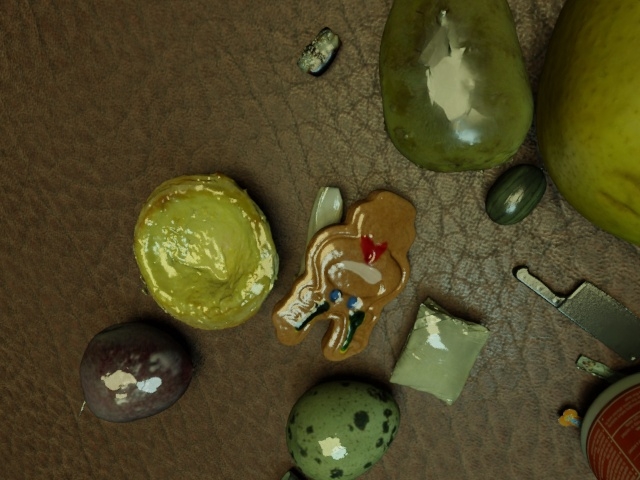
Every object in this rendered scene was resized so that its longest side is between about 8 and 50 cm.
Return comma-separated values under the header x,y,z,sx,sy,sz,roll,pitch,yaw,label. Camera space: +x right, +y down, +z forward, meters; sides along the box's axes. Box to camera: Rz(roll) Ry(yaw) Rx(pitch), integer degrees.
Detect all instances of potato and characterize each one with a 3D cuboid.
x,y,z,sx,sy,sz,roll,pitch,yaw,label
0.190,-0.246,0.598,0.210,0.173,0.308,-7,99,24,potato

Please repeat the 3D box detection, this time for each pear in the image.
x,y,z,sx,sy,sz,roll,pitch,yaw,label
0.451,-0.153,0.462,0.362,0.362,0.419,-32,90,20,pear

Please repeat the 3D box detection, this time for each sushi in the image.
x,y,z,sx,sy,sz,roll,pitch,yaw,label
0.001,-0.319,0.699,0.046,0.044,0.083,44,112,2,sushi

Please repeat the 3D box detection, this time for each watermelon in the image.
x,y,z,sx,sy,sz,roll,pitch,yaw,label
0.314,-0.076,0.655,0.078,0.078,0.111,35,104,5,watermelon

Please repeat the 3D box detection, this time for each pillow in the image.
x,y,z,sx,sy,sz,roll,pitch,yaw,label
0.214,0.211,0.751,0.134,0.078,0.182,22,109,9,pillow

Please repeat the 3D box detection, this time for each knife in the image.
x,y,z,sx,sy,sz,roll,pitch,yaw,label
0.446,0.108,0.690,0.245,0.019,0.072,37,108,7,knife

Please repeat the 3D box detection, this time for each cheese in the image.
x,y,z,sx,sy,sz,roll,pitch,yaw,label
0.487,0.337,0.730,0.111,0.017,0.047,23,108,9,cheese

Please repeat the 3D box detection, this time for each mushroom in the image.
x,y,z,sx,sy,sz,roll,pitch,yaw,label
0.000,0.000,0.758,0.084,0.071,0.209,3,107,-20,mushroom

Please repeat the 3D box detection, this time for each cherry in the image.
x,y,z,sx,sy,sz,roll,pitch,yaw,label
-0.406,0.285,0.882,0.265,0.184,0.214,-8,110,1,cherry

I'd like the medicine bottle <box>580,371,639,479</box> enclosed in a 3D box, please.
x,y,z,sx,sy,sz,roll,pitch,yaw,label
0.557,0.352,0.585,0.252,0.241,0.253,2,104,9,medicine bottle

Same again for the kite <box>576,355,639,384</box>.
x,y,z,sx,sy,sz,roll,pitch,yaw,label
0.580,0.253,0.697,0.267,0.013,0.323,15,108,10,kite

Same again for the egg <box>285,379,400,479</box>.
x,y,z,sx,sy,sz,roll,pitch,yaw,label
0.044,0.358,0.783,0.228,0.177,0.177,-23,97,2,egg

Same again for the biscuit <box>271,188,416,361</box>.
x,y,z,sx,sy,sz,roll,pitch,yaw,label
0.056,0.066,0.730,0.201,0.047,0.334,28,98,-20,biscuit

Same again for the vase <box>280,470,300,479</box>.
x,y,z,sx,sy,sz,roll,pitch,yaw,label
-0.005,0.620,0.902,0.219,0.096,0.096,34,109,2,vase

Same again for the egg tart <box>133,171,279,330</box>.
x,y,z,sx,sy,sz,roll,pitch,yaw,label
-0.215,0.019,0.800,0.314,0.120,0.315,3,103,13,egg tart
